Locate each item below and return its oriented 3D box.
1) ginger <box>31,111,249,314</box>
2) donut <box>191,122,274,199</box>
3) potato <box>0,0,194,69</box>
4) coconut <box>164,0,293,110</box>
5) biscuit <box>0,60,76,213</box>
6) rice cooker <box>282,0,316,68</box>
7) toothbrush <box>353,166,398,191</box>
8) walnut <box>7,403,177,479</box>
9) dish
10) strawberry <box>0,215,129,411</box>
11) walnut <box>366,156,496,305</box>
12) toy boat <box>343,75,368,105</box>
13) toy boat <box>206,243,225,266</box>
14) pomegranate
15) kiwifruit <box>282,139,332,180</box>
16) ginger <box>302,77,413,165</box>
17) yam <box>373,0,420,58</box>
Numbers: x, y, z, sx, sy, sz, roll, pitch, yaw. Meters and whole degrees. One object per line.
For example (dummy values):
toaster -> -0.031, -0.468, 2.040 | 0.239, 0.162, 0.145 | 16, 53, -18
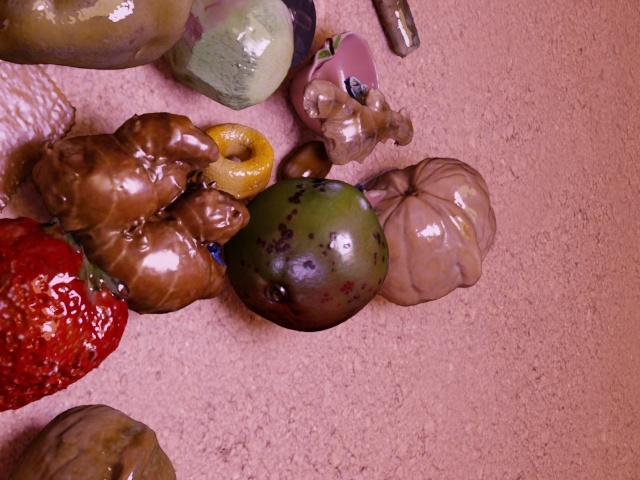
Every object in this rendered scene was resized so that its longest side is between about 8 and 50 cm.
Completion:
ginger -> -0.258, -0.033, 1.640 | 0.274, 0.152, 0.358 | -34, 118, -20
donut -> -0.147, -0.137, 1.804 | 0.151, 0.058, 0.152 | 12, 48, -13
potato -> -0.337, -0.334, 1.525 | 0.351, 0.218, 0.203 | -24, 129, -45
coconut -> -0.158, -0.334, 1.736 | 0.205, 0.236, 0.236 | -53, 131, -3
biscuit -> -0.474, -0.186, 1.533 | 0.237, 0.013, 0.232 | 55, 53, -33
rice cooker -> -0.074, -0.378, 1.906 | 0.112, 0.106, 0.165 | 26, 68, -45
toothbrush -> 0.063, -0.097, 2.124 | 0.288, 0.024, 0.026 | -26, 124, -46
walnut -> -0.334, 0.372, 1.534 | 0.227, 0.283, 0.283 | 39, 58, -8
dish -> 0.016, -0.285, 2.017 | 0.213, 0.090, 0.213 | -5, 97, -49
strawberry -> -0.414, 0.106, 1.458 | 0.277, 0.257, 0.257 | -47, 125, -16
walnut -> 0.197, -0.014, 2.096 | 0.296, 0.285, 0.285 | -39, 121, -15
toy boat -> 0.072, -0.276, 1.986 | 0.083, 0.038, 0.038 | 40, 62, -45
toy boat -> -0.201, -0.024, 1.774 | 0.110, 0.091, 0.175 | -44, 118, -4
pomegranate -> -0.006, -0.009, 1.852 | 0.291, 0.290, 0.323 | 48, 61, -37
kiwifruit -> -0.022, -0.136, 1.992 | 0.124, 0.075, 0.075 | -47, 123, -41
ginger -> 0.079, -0.210, 1.968 | 0.333, 0.081, 0.148 | -3, 92, -50
yam -> 0.127, -0.515, 2.153 | 0.071, 0.067, 0.317 | -34, 115, -28
